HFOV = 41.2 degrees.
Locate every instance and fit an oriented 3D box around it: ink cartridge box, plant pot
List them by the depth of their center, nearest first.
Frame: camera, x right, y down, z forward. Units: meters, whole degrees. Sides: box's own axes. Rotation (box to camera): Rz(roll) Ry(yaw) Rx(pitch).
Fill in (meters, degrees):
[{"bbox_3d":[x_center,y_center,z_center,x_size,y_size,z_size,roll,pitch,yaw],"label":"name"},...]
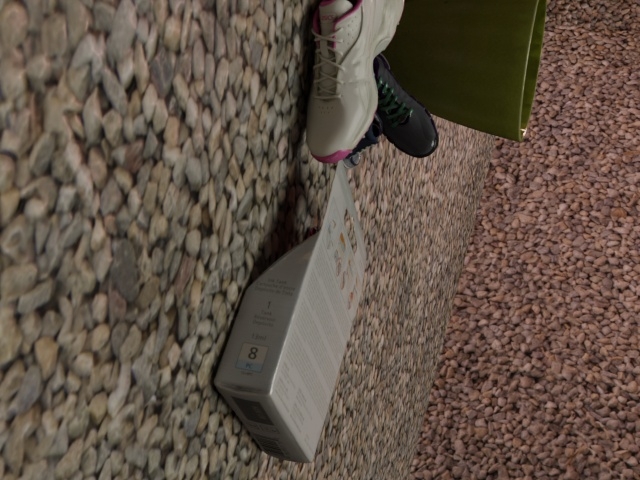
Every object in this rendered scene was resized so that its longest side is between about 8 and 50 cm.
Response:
[{"bbox_3d":[-0.028,0.107,1.293,0.308,0.091,0.385,71,31,-57],"label":"ink cartridge box"},{"bbox_3d":[0.234,-0.331,1.523,0.275,0.293,0.275,10,90,-74],"label":"plant pot"}]

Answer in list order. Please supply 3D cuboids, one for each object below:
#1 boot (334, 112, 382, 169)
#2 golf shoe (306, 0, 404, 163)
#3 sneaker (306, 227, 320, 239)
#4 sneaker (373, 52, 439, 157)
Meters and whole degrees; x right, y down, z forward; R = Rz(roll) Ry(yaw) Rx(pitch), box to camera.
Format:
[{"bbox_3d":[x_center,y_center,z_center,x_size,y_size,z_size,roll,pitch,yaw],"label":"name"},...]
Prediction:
[{"bbox_3d":[0.063,-0.165,1.418,0.190,0.086,0.069,52,50,-68],"label":"boot"},{"bbox_3d":[0.024,-0.267,1.239,0.140,0.115,0.306,30,69,-52],"label":"golf shoe"},{"bbox_3d":[0.000,0.000,1.392,0.119,0.047,0.057,-55,139,-57],"label":"sneaker"},{"bbox_3d":[0.102,-0.226,1.384,0.083,0.224,0.098,-42,162,20],"label":"sneaker"}]
